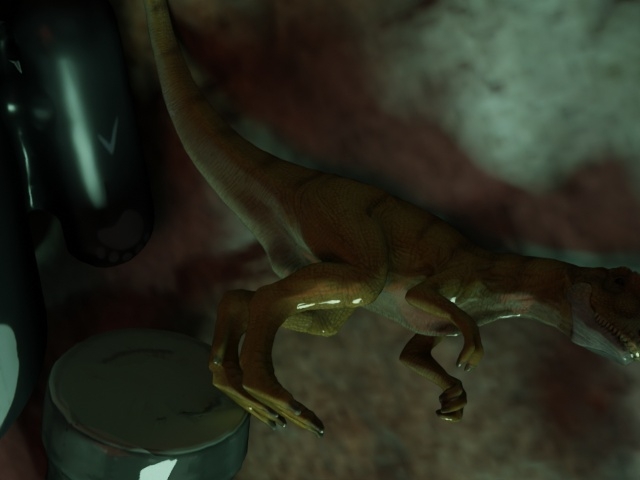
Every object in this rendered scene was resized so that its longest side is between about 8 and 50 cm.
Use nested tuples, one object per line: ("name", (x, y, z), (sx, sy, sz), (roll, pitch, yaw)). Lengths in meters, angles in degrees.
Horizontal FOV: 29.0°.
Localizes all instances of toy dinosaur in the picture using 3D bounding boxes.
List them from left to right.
("toy dinosaur", (0.000, 0.000, 0.397), (0.211, 0.112, 0.064), (29, 165, 15))

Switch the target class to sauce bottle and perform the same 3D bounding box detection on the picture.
("sauce bottle", (-0.088, 0.192, 0.499), (0.111, 0.111, 0.344), (23, 120, 19))

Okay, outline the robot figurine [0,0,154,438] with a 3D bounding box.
("robot figurine", (-0.186, -0.016, 0.411), (0.173, 0.209, 0.278), (25, 133, 33))
